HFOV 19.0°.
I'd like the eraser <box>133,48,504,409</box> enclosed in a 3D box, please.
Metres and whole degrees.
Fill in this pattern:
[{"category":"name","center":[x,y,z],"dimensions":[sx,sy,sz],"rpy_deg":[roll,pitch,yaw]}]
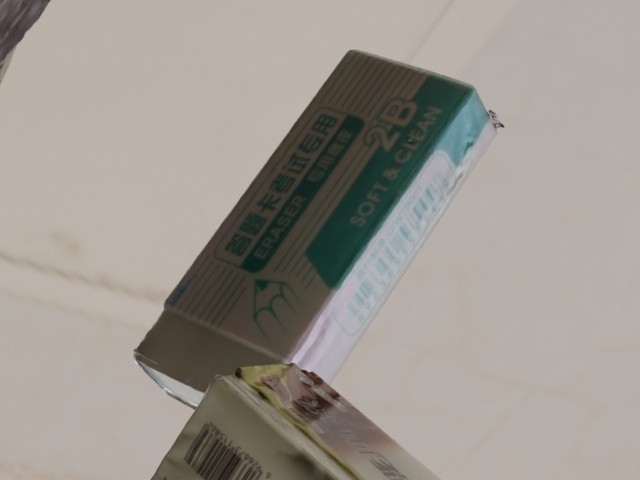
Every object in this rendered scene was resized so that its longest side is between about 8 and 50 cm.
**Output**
[{"category":"eraser","center":[0.000,0.000,1.055],"dimensions":[0.095,0.052,0.225],"rpy_deg":[22,-111,37]}]

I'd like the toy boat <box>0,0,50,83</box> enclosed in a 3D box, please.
[{"category":"toy boat","center":[-0.158,-0.168,0.863],"dimensions":[0.111,0.293,0.276],"rpy_deg":[2,-116,-14]}]

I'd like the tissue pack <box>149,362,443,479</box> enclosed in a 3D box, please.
[{"category":"tissue pack","center":[0.003,0.138,0.819],"dimensions":[0.148,0.106,0.099],"rpy_deg":[39,-163,20]}]
